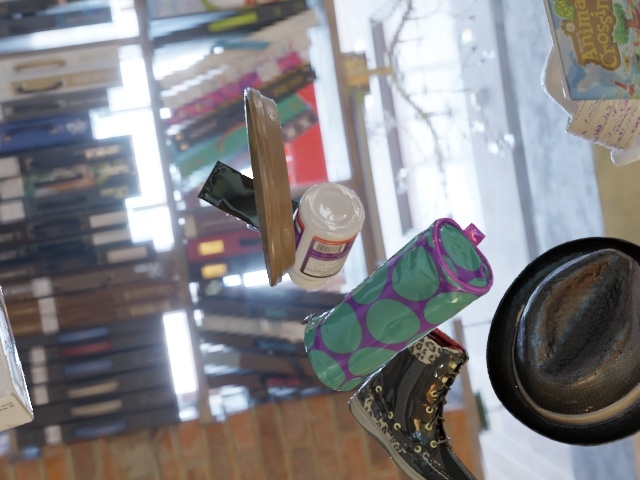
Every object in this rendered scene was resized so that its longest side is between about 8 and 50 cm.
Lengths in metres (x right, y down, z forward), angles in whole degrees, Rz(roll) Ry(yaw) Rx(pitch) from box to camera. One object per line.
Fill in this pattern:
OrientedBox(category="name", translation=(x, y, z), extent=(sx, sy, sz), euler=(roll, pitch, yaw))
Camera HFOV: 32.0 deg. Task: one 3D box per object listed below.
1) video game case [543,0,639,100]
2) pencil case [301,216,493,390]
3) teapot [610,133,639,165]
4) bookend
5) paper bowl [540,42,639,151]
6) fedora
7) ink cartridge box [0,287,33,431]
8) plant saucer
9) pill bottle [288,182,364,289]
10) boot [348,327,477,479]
OrientedBox(category="video game case", translation=(0.335, -0.254, 1.221), extent=(0.193, 0.023, 0.212), euler=(5, -56, 43))
OrientedBox(category="pencil case", translation=(0.054, 0.047, 0.806), extent=(0.064, 0.151, 0.070), euler=(50, 34, 0))
OrientedBox(category="teapot", translation=(0.625, -0.194, 1.784), extent=(0.252, 0.187, 0.256), euler=(32, -49, 27))
OrientedBox(category="bookend", translation=(-0.120, -0.055, 1.912), extent=(0.072, 0.157, 0.156), euler=(-61, 178, -8))
OrientedBox(category="paper bowl", translation=(0.395, -0.273, 1.499), extent=(0.284, 0.148, 0.284), euler=(22, 90, -83))
OrientedBox(category="fedora", translation=(0.392, 0.129, 1.638), extent=(0.152, 0.334, 0.334), euler=(53, 21, -64))
OrientedBox(category="ink cartridge box", translation=(-0.543, 0.141, 1.548), extent=(0.121, 0.211, 0.289), euler=(87, -17, -62))
OrientedBox(category="plant saucer", translation=(-0.069, -0.075, 1.540), extent=(0.278, 0.041, 0.278), euler=(173, -90, -84))
OrientedBox(category="pill bottle", translation=(0.000, 0.000, 1.852), extent=(0.193, 0.108, 0.108), euler=(113, -32, -55))
OrientedBox(category="boot", translation=(0.165, 0.242, 1.590), extent=(0.236, 0.085, 0.179), euler=(41, -70, 27))
